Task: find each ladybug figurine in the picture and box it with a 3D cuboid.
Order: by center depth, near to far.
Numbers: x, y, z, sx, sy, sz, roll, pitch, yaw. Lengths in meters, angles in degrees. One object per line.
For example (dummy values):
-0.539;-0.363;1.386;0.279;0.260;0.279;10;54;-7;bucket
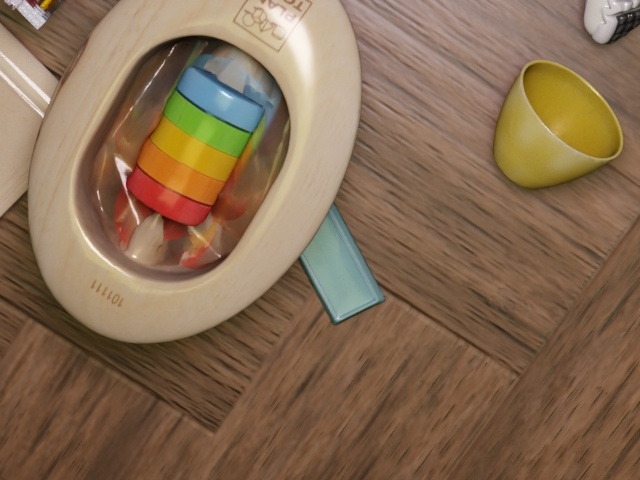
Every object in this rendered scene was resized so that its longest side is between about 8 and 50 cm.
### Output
-0.121;-0.104;1.604;0.305;0.162;0.449;35;103;1;ladybug figurine

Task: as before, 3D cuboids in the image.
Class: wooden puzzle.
-0.404;-0.127;1.681;0.239;0.044;0.221;-44;98;6;wooden puzzle

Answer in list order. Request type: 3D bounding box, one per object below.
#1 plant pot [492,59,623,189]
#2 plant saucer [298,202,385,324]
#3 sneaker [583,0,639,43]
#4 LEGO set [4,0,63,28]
0.236;-0.109;1.625;0.134;0.134;0.095;38;128;-7;plant pot
0.000;0.000;1.705;0.067;0.018;0.192;-27;100;7;plant saucer
0.315;-0.347;1.579;0.118;0.110;0.292;28;119;32;sneaker
-0.259;-0.370;1.527;0.331;0.192;0.255;-34;105;8;LEGO set
